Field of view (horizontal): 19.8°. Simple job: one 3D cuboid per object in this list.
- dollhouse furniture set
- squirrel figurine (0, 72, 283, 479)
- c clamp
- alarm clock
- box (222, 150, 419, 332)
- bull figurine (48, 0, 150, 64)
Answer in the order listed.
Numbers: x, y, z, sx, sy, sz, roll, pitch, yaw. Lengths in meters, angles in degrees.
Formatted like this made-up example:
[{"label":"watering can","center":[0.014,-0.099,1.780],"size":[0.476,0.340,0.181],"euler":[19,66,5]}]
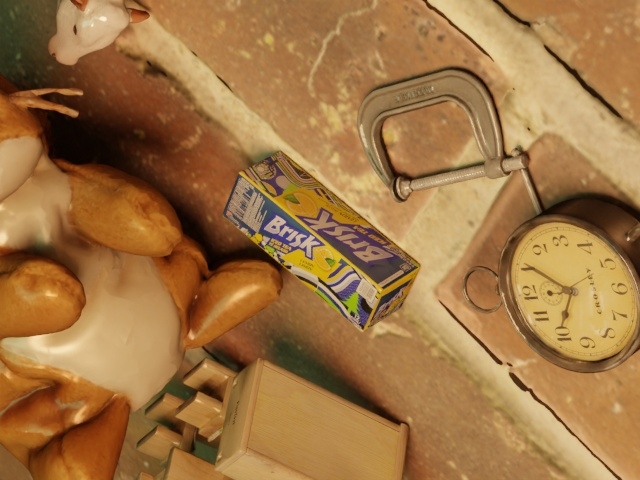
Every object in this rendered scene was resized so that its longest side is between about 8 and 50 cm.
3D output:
[{"label":"dollhouse furniture set","center":[-0.058,0.227,1.645],"size":[0.161,0.212,0.242],"euler":[28,139,-21]},{"label":"squirrel figurine","center":[-0.290,-0.018,1.619],"size":[0.370,0.281,0.397],"euler":[52,164,-28]},{"label":"c clamp","center":[0.098,-0.068,1.481],"size":[0.160,0.022,0.137],"euler":[-4,107,41]},{"label":"alarm clock","center":[0.190,0.034,1.423],"size":[0.192,0.064,0.129],"euler":[-5,107,39]},{"label":"box","center":[0.000,0.000,1.572],"size":[0.169,0.059,0.054],"euler":[40,132,19]},{"label":"bull figurine","center":[-0.243,-0.314,1.601],"size":[0.188,0.101,0.310],"euler":[17,121,36]}]
